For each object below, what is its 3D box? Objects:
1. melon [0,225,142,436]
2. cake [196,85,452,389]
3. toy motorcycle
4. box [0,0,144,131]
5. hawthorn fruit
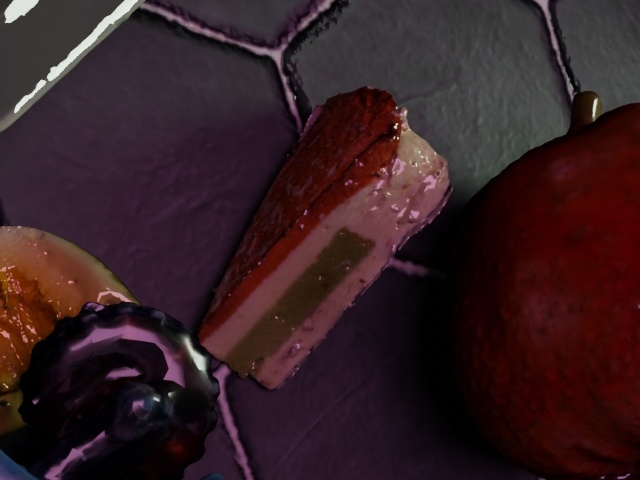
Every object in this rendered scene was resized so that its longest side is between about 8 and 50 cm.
[{"bbox_3d":[-0.204,0.057,1.180,0.160,0.079,0.128,-23,77,-18],"label":"melon"},{"bbox_3d":[0.012,-0.004,1.280,0.086,0.116,0.220,39,64,-24],"label":"cake"},{"bbox_3d":[-0.151,0.250,1.132,0.232,0.172,0.416,-14,103,-24],"label":"toy motorcycle"},{"bbox_3d":[-0.250,-0.282,1.170,0.373,0.090,0.367,48,52,-12],"label":"box"},{"bbox_3d":[0.218,0.027,1.317,0.265,0.265,0.307,6,70,-28],"label":"hawthorn fruit"}]
